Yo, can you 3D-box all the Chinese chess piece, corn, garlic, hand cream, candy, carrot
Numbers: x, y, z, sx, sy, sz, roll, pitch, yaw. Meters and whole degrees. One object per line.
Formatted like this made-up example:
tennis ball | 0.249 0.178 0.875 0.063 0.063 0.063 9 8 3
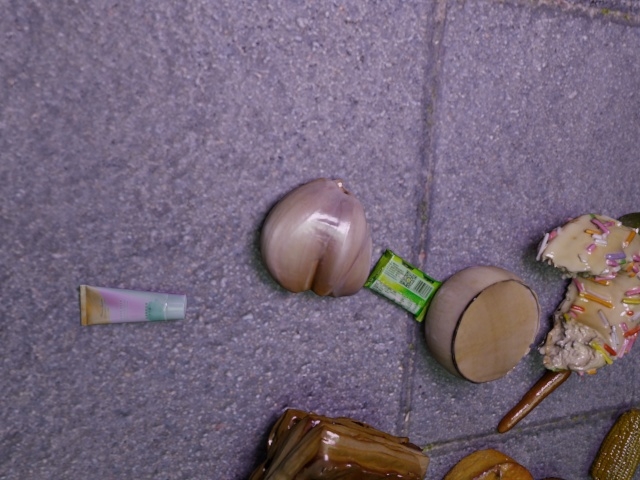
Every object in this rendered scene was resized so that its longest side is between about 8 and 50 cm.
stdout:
Chinese chess piece | 0.350 0.181 1.040 0.258 0.104 0.256 -7 109 -22
corn | 0.831 0.589 1.331 0.097 0.097 0.261 23 92 -23
garlic | 0.000 0.000 0.883 0.218 0.110 0.227 4 103 -16
hand cream | -0.326 0.116 0.840 0.175 0.047 0.076 3 105 -11
candy | 0.175 0.094 1.007 0.178 0.032 0.102 31 96 -25
carrot | 0.536 0.397 1.207 0.248 0.043 0.043 -43 113 -2

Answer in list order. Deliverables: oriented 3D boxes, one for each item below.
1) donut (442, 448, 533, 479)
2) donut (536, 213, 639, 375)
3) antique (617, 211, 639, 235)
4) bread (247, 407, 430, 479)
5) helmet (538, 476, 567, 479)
donut | 0.409 0.638 1.188 0.254 0.118 0.253 -5 105 -20
donut | 0.621 0.115 1.080 0.308 0.150 0.370 -23 114 -27
antique | 0.784 0.034 1.174 0.081 0.080 0.220 -32 111 -10
bread | -0.003 0.495 0.975 0.314 0.191 0.369 26 107 -28
helmet | 0.618 0.717 1.273 0.199 0.130 0.224 -33 122 -4
